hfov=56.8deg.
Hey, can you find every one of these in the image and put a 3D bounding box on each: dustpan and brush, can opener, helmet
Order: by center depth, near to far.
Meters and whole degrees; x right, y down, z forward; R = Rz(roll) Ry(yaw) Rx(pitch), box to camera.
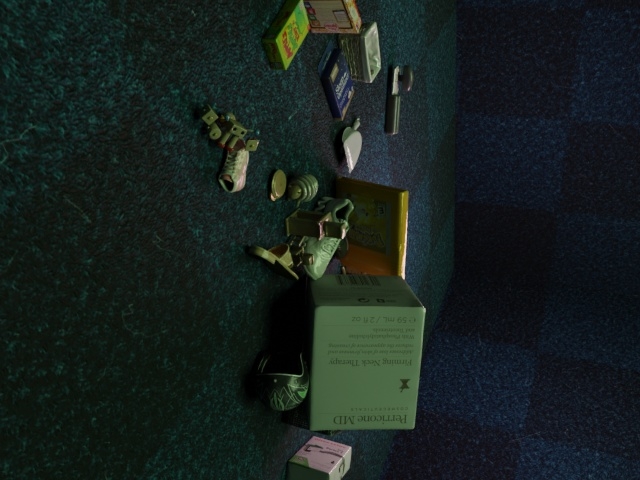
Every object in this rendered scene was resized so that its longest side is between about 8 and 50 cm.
[{"bbox_3d":[-0.110,0.402,1.682,0.161,0.170,0.169,-81,165,-49],"label":"helmet"},{"bbox_3d":[0.112,-0.359,2.085,0.211,0.060,0.147,-59,151,-30],"label":"dustpan and brush"},{"bbox_3d":[0.327,-0.579,2.449,0.076,0.095,0.283,-30,125,-62],"label":"can opener"}]

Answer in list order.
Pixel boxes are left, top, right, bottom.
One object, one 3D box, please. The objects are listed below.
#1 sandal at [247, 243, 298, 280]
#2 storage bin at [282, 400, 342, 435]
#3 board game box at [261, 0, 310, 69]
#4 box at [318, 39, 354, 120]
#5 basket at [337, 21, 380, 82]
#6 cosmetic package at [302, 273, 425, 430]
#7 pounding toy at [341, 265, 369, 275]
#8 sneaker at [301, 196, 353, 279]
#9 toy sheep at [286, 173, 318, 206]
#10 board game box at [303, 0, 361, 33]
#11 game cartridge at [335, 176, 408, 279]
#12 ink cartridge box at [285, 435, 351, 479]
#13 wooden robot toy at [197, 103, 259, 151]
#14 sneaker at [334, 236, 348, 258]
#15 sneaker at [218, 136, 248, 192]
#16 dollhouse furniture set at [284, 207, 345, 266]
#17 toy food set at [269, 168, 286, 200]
[{"bbox_3d":[-0.112,0.041,1.636,0.240,0.088,0.079,42,66,-58],"label":"sandal"},{"bbox_3d":[-0.018,0.571,1.940,0.122,0.180,0.084,26,73,-67],"label":"storage bin"},{"bbox_3d":[-0.087,-0.537,1.537,0.092,0.043,0.181,70,36,-51],"label":"board game box"},{"bbox_3d":[0.053,-0.511,1.895,0.225,0.037,0.136,63,41,-53],"label":"box"},{"bbox_3d":[0.128,-0.618,1.945,0.167,0.103,0.113,76,31,-42],"label":"basket"},{"bbox_3d":[0.117,0.334,1.850,0.327,0.330,0.393,-111,-157,-75],"label":"cosmetic package"},{"bbox_3d":[0.153,0.110,2.291,0.181,0.094,0.205,13,85,-68],"label":"pounding toy"},{"bbox_3d":[0.022,-0.014,1.875,0.110,0.118,0.292,38,60,-42],"label":"sneaker"},{"bbox_3d":[-0.050,-0.152,1.719,0.132,0.091,0.091,-40,134,-51],"label":"toy sheep"},{"bbox_3d":[0.016,-0.645,1.609,0.193,0.147,0.045,52,51,-62],"label":"board game box"},{"bbox_3d":[0.166,-0.039,2.025,0.053,0.285,0.323,-20,118,-44],"label":"game cartridge"},{"bbox_3d":[-0.002,0.792,2.091,0.219,0.160,0.092,-16,113,-67],"label":"ink cartridge box"},{"bbox_3d":[-0.215,-0.256,1.328,0.076,0.079,0.173,-48,142,18],"label":"wooden robot toy"},{"bbox_3d":[0.049,-0.015,2.047,0.086,0.064,0.192,-36,131,-50],"label":"sneaker"},{"bbox_3d":[-0.204,-0.174,1.380,0.070,0.051,0.134,-46,144,-62],"label":"sneaker"},{"bbox_3d":[0.000,0.000,1.765,0.101,0.182,0.160,-45,138,-56],"label":"dollhouse furniture set"},{"bbox_3d":[-0.118,-0.155,1.635,0.082,0.020,0.083,-43,136,-57],"label":"toy food set"}]
